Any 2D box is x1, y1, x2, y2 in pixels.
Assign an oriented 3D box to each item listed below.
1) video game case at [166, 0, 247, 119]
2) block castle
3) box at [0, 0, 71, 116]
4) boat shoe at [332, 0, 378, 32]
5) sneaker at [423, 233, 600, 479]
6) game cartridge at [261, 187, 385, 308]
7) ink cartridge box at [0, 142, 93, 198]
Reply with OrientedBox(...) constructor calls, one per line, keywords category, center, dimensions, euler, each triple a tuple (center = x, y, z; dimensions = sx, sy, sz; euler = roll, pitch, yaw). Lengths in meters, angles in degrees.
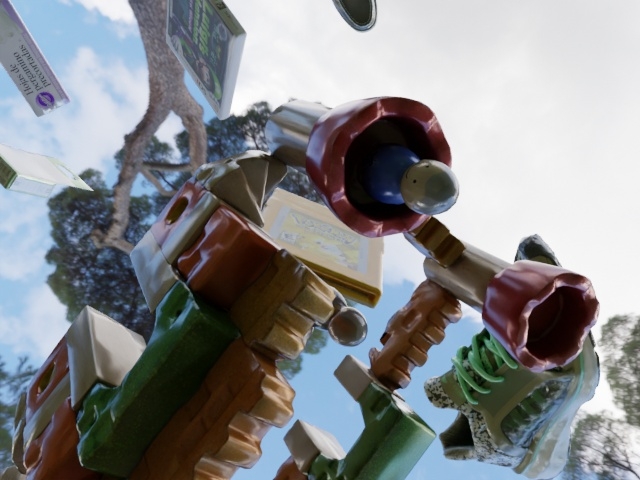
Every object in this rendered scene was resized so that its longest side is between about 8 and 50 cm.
OrientedBox(category="video game case", center=(-0.175, -0.299, 0.835), dimensions=(0.022, 0.190, 0.173), euler=(-30, -102, -26))
OrientedBox(category="block castle", center=(-0.019, 0.140, 0.423), dimensions=(0.453, 0.303, 0.213), euler=(-52, -149, 0))
OrientedBox(category="box", center=(-0.494, -0.344, 0.852), dimensions=(0.063, 0.324, 0.067), euler=(-31, -136, -13))
OrientedBox(category="boat shoe", center=(0.057, -0.667, 1.401), dimensions=(0.109, 0.091, 0.305), euler=(-21, -83, 11))
OrientedBox(category="sneaker", center=(0.228, 0.179, 0.729), dimensions=(0.182, 0.410, 0.158), euler=(-7, -146, 0))
OrientedBox(category="game cartridge", center=(0.000, 0.000, 1.207), dimensions=(0.285, 0.323, 0.052), euler=(22, -65, -3))
OrientedBox(category="ink cartridge box", center=(-0.721, -0.171, 1.429), dimensions=(0.171, 0.235, 0.056), euler=(38, -82, 22))
